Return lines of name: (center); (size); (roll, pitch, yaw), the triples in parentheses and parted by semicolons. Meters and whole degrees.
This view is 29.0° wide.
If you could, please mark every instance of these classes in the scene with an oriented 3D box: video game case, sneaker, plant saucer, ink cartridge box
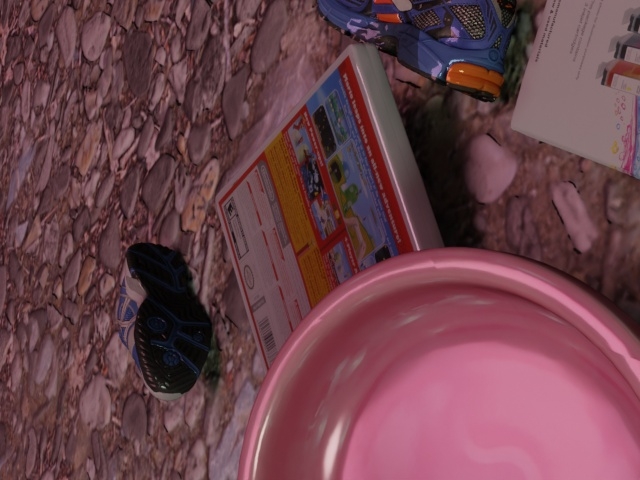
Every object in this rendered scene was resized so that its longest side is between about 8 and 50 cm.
video game case: (0.000, 0.000, 0.992); (0.285, 0.025, 0.204); (-41, 62, 56)
sneaker: (0.077, -0.177, 0.943); (0.221, 0.083, 0.087); (38, 106, 47)
plant saucer: (0.093, 0.171, 0.740); (0.332, 0.084, 0.332); (-5, 83, 40)
ink cartridge box: (0.212, -0.085, 0.633); (0.176, 0.128, 0.127); (35, 112, 55)
sneaker: (-0.164, 0.093, 1.273); (0.211, 0.080, 0.081); (-108, 32, -51)
